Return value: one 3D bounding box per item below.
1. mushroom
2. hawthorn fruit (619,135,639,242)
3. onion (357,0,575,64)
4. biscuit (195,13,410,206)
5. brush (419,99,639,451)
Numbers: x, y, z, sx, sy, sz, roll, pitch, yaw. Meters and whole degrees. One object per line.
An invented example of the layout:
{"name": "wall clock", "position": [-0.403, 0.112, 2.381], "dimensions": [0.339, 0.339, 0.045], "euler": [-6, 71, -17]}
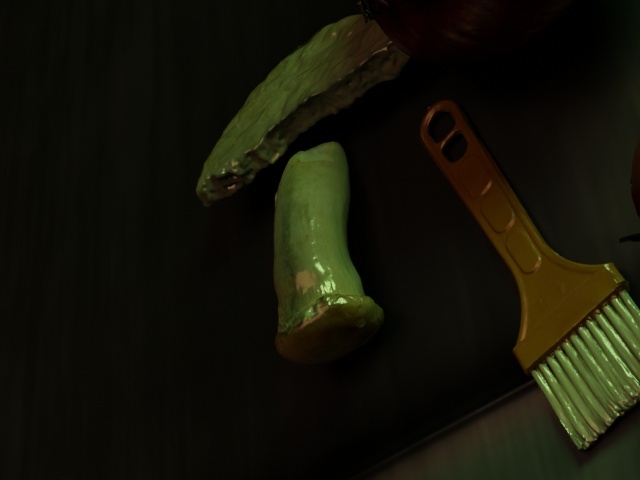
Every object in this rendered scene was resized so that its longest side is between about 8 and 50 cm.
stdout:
{"name": "mushroom", "position": [0.000, 0.000, 0.802], "dimensions": [0.084, 0.071, 0.209], "euler": [-29, 48, 29]}
{"name": "hawthorn fruit", "position": [0.224, -0.021, 0.478], "dimensions": [0.235, 0.181, 0.181], "euler": [-9, 64, 56]}
{"name": "onion", "position": [0.124, -0.270, 0.711], "dimensions": [0.273, 0.285, 0.273], "euler": [165, 90, -72]}
{"name": "biscuit", "position": [-0.015, -0.135, 0.889], "dimensions": [0.250, 0.032, 0.133], "euler": [-34, 31, 29]}
{"name": "brush", "position": [0.134, -0.003, 0.690], "dimensions": [0.090, 0.017, 0.314], "euler": [-47, 42, 22]}
